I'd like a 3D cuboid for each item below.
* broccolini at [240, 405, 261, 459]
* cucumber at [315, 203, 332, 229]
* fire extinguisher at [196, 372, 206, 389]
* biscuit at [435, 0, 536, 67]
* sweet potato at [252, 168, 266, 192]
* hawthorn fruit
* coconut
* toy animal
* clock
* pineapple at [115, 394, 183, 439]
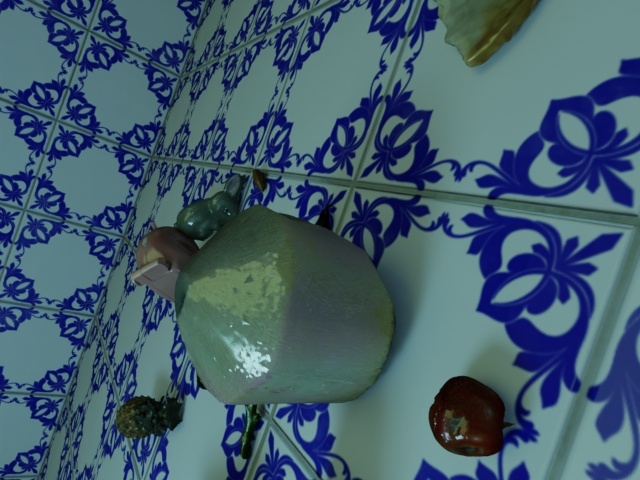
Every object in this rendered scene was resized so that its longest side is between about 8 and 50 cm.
[{"bbox_3d":[-0.138,0.333,0.874,0.058,0.067,0.216,13,94,59],"label":"broccolini"},{"bbox_3d":[0.000,0.000,0.854,0.039,0.043,0.163,11,83,18],"label":"cucumber"},{"bbox_3d":[-0.277,0.222,1.077,0.114,0.095,0.311,98,159,-43],"label":"fire extinguisher"},{"bbox_3d":[0.269,-0.430,0.686,0.204,0.040,0.308,-41,45,37],"label":"biscuit"},{"bbox_3d":[-0.168,-0.167,1.171,0.034,0.034,0.095,-47,52,31],"label":"sweet potato"},{"bbox_3d":[0.171,0.203,0.483,0.093,0.093,0.093,-29,52,44],"label":"hawthorn fruit"},{"bbox_3d":[-0.068,0.100,0.652,0.297,0.310,0.297,-30,51,44],"label":"coconut"},{"bbox_3d":[-0.309,-0.096,1.266,0.251,0.125,0.127,-35,19,19],"label":"toy animal"},{"bbox_3d":[-0.428,0.057,1.264,0.142,0.227,0.241,-29,43,12],"label":"clock"},{"bbox_3d":[-0.487,0.501,1.215,0.248,0.128,0.128,-25,54,40],"label":"pineapple"}]
